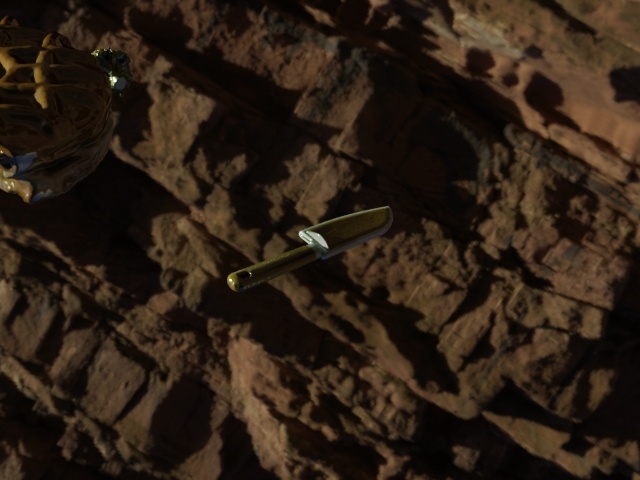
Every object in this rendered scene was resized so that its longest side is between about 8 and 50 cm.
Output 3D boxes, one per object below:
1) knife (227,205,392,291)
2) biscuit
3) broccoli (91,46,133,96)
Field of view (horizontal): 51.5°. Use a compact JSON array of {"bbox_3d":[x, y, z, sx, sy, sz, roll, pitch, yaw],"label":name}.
[{"bbox_3d":[-0.001,-0.001,0.950,0.343,0.027,0.061,-21,-130,-41],"label":"knife"},{"bbox_3d":[-0.412,-0.177,0.789,0.366,0.115,0.268,22,-143,9],"label":"biscuit"},{"bbox_3d":[-0.541,-0.427,1.698,0.130,0.131,0.120,4,-151,-50],"label":"broccoli"}]
